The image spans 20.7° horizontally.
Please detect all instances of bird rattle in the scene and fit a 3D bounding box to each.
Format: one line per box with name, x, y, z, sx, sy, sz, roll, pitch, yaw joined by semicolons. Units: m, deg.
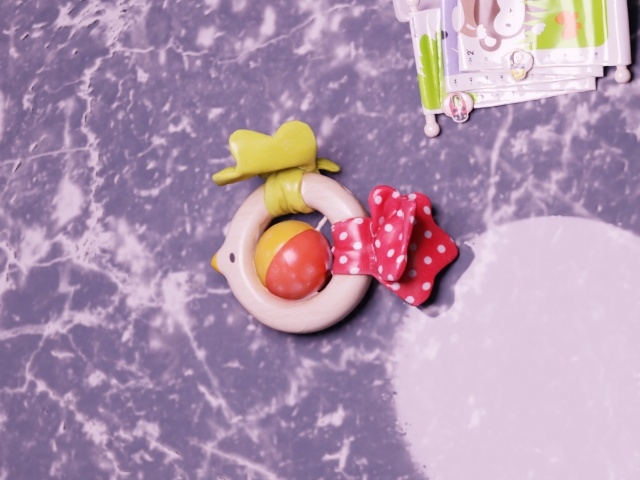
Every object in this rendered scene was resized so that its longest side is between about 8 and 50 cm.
bird rattle;0.000;0.000;1.782;0.253;0.143;0.207;38;104;13

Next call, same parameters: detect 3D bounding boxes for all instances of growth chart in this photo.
growth chart;0.199;-0.213;1.758;0.237;0.021;0.172;-13;96;18

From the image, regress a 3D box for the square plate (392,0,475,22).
square plate;0.221;-0.420;1.819;0.347;0.049;0.344;-14;71;18
